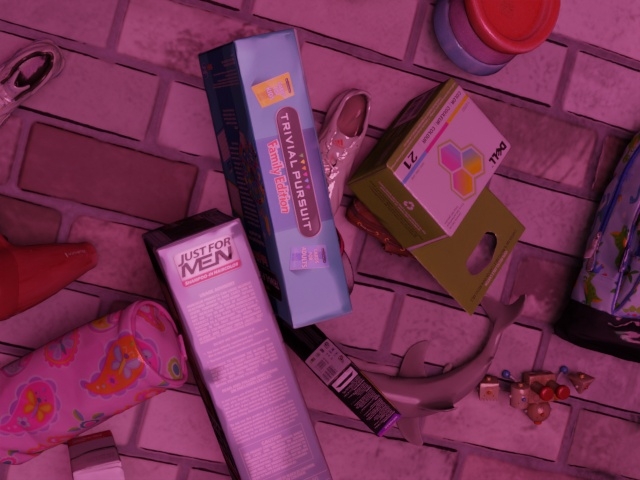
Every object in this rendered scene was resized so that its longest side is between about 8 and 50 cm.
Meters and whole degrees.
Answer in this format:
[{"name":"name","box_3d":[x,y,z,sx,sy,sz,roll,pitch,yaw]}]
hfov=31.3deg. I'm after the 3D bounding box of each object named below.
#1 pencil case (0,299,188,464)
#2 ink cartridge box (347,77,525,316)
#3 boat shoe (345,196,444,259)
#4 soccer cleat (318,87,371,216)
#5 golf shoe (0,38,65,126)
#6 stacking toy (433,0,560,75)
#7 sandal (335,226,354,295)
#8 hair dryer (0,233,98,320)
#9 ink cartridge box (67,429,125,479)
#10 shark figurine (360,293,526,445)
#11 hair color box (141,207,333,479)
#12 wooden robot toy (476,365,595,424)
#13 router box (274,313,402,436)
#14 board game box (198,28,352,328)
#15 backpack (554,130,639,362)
[{"name":"pencil case","box_3d":[-0.300,0.178,1.401,0.284,0.124,0.124,-28,103,19]},{"name":"ink cartridge box","box_3d":[0.187,-0.057,1.528,0.255,0.097,0.189,46,57,-14]},{"name":"boat shoe","box_3d":[0.111,-0.010,1.573,0.178,0.064,0.060,34,120,-23]},{"name":"soccer cleat","box_3d":[0.017,-0.112,1.511,0.068,0.076,0.196,21,81,-14]},{"name":"golf shoe","box_3d":[-0.393,-0.186,1.409,0.176,0.086,0.069,-44,106,-5]},{"name":"stacking toy","box_3d":[0.176,-0.386,1.548,0.309,0.130,0.280,34,61,-18]},{"name":"sandal","box_3d":[0.000,0.000,1.549,0.067,0.040,0.179,-19,100,-13]},{"name":"hair dryer","box_3d":[-0.406,-0.010,1.398,0.293,0.080,0.224,25,57,-31]},{"name":"ink cartridge box","box_3d":[-0.281,0.318,1.454,0.063,0.150,0.109,-10,98,-13]},{"name":"shark figurine","box_3d":[0.182,0.193,1.581,0.278,0.116,0.166,-28,103,-8]},{"name":"hair color box","box_3d":[-0.107,0.155,1.463,0.113,0.185,0.375,-21,100,-12]},{"name":"wooden robot toy","box_3d":[0.310,0.233,1.641,0.173,0.076,0.079,-3,107,-14]},{"name":"router box","box_3d":[0.015,0.163,1.481,0.046,0.179,0.133,-44,129,-4]},{"name":"board game box","box_3d":[-0.061,-0.081,1.416,0.079,0.254,0.336,-14,99,-13]},{"name":"backpack","box_3d":[0.520,-0.003,1.594,0.290,0.273,0.356,17,79,-9]}]
